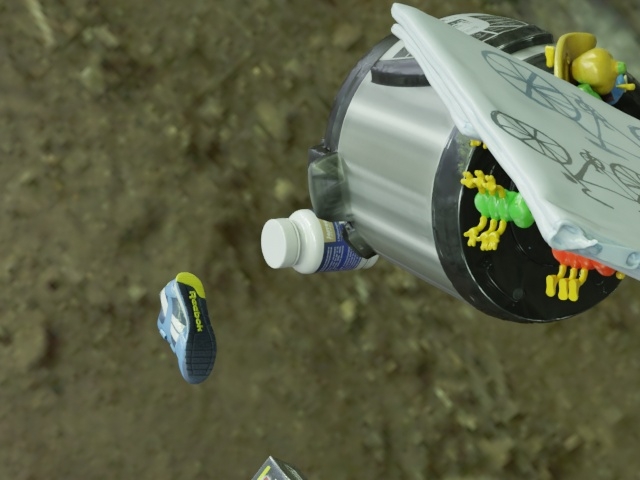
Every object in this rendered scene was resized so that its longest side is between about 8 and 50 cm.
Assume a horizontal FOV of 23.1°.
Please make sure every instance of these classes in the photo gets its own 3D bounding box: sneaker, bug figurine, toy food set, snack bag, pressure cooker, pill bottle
[{"bbox_3d":[-0.172,0.116,1.991,0.053,0.059,0.144,11,62,-45],"label":"sneaker"},{"bbox_3d":[0.251,-0.085,1.716,0.216,0.279,0.072,15,24,42],"label":"bug figurine"},{"bbox_3d":[0.294,-0.106,1.577,0.128,0.071,0.217,-51,130,-58],"label":"toy food set"},{"bbox_3d":[0.224,-0.034,1.138,0.323,0.037,0.342,22,23,-29],"label":"snack bag"},{"bbox_3d":[0.205,-0.107,2.106,0.370,0.375,0.420,29,0,-33],"label":"pressure cooker"},{"bbox_3d":[0.000,0.000,2.672,0.187,0.112,0.112,-5,50,-31],"label":"pill bottle"}]

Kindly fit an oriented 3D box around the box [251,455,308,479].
[{"bbox_3d":[-0.074,0.440,1.952,0.060,0.270,0.216,32,8,-43],"label":"box"}]
